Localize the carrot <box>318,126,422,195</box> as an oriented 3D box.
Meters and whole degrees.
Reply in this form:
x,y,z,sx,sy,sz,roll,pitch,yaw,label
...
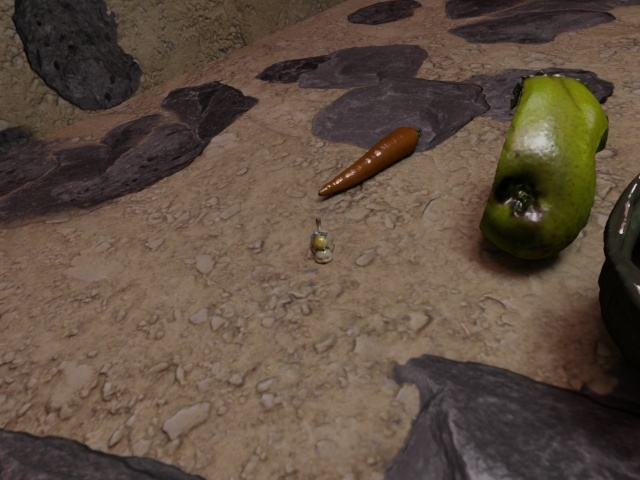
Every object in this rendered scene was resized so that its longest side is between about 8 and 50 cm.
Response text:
x,y,z,sx,sy,sz,roll,pitch,yaw,label
0.126,-0.185,0.942,0.336,0.069,0.069,-37,45,-23,carrot

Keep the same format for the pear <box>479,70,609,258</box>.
x,y,z,sx,sy,sz,roll,pitch,yaw,label
0.358,-0.107,0.646,0.163,0.239,0.255,16,45,22,pear

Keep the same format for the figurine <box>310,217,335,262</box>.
x,y,z,sx,sy,sz,roll,pitch,yaw,label
0.000,0.000,0.759,0.047,0.051,0.083,-16,39,3,figurine

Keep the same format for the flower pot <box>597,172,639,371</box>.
x,y,z,sx,sy,sz,roll,pitch,yaw,label
0.454,0.053,0.400,0.301,0.213,0.302,-24,40,22,flower pot
